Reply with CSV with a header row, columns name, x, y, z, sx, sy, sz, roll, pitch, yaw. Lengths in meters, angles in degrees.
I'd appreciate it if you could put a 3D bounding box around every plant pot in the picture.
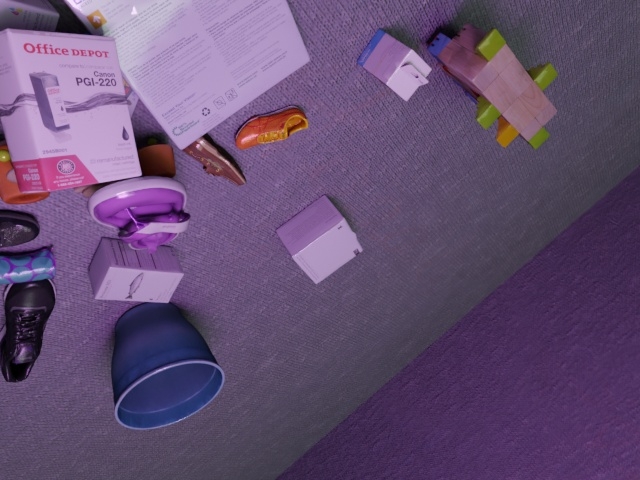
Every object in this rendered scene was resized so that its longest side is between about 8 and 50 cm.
name,x,y,z,sx,sy,sz,roll,pitch,yaw
plant pot,-0.427,0.310,1.263,0.272,0.255,0.271,-20,140,-18

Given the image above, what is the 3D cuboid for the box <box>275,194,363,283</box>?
name,x,y,z,sx,sy,sz,roll,pitch,yaw
box,0.000,0.000,1.373,0.182,0.119,0.181,-36,142,0

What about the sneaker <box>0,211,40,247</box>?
name,x,y,z,sx,sy,sz,roll,pitch,yaw
sneaker,-0.652,0.012,0.885,0.228,0.130,0.087,-4,134,-37

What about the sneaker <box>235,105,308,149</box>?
name,x,y,z,sx,sy,sz,roll,pitch,yaw
sneaker,-0.110,-0.251,1.070,0.175,0.067,0.064,-28,143,-8

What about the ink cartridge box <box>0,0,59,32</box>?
name,x,y,z,sx,sy,sz,roll,pitch,yaw
ink cartridge box,-0.491,-0.305,0.673,0.175,0.072,0.127,-13,145,-56

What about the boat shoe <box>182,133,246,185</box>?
name,x,y,z,sx,sy,sz,roll,pitch,yaw
boat shoe,-0.237,-0.177,1.060,0.060,0.064,0.178,-37,136,10

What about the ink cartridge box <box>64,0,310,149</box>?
name,x,y,z,sx,sy,sz,roll,pitch,yaw
ink cartridge box,-0.215,-0.379,0.846,0.324,0.071,0.330,-36,138,-5

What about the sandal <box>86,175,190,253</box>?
name,x,y,z,sx,sy,sz,roll,pitch,yaw
sandal,-0.332,-0.028,0.951,0.170,0.102,0.416,-23,175,-12

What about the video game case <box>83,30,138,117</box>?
name,x,y,z,sx,sy,sz,roll,pitch,yaw
video game case,-0.393,-0.280,0.867,0.119,0.015,0.166,9,124,-43

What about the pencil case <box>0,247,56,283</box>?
name,x,y,z,sx,sy,sz,roll,pitch,yaw
pencil case,-0.640,0.054,0.989,0.152,0.065,0.070,-4,93,-35

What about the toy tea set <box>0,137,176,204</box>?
name,x,y,z,sx,sy,sz,roll,pitch,yaw
toy tea set,-0.443,-0.157,0.886,0.200,0.124,0.336,-19,176,36

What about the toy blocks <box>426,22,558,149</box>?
name,x,y,z,sx,sy,sz,roll,pitch,yaw
toy blocks,0.401,-0.405,1.162,0.382,0.260,0.190,24,115,-41

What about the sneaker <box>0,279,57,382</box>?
name,x,y,z,sx,sy,sz,roll,pitch,yaw
sneaker,-0.665,0.208,1.081,0.107,0.124,0.283,3,127,-40

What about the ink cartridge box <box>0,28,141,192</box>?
name,x,y,z,sx,sy,sz,roll,pitch,yaw
ink cartridge box,-0.378,-0.191,0.710,0.159,0.092,0.217,-24,110,-51

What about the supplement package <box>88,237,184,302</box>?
name,x,y,z,sx,sy,sz,roll,pitch,yaw
supplement package,-0.439,0.074,1.129,0.179,0.105,0.105,10,124,-43

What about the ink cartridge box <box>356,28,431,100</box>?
name,x,y,z,sx,sy,sz,roll,pitch,yaw
ink cartridge box,0.170,-0.393,1.072,0.092,0.143,0.089,18,117,-46
